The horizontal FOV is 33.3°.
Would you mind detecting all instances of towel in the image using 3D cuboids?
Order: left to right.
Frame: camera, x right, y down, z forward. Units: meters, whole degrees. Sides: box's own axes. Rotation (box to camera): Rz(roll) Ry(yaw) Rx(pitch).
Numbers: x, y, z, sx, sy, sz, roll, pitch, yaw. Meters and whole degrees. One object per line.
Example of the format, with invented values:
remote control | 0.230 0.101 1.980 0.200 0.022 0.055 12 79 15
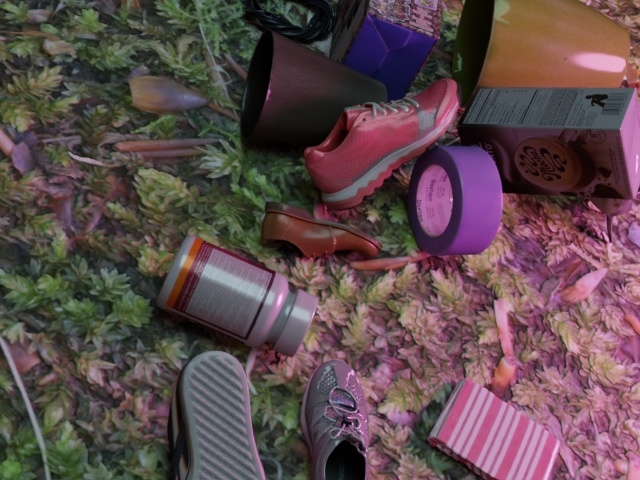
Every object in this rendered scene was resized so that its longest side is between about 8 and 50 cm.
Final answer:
towel | 0.275 0.316 1.672 0.197 0.029 0.144 34 47 3

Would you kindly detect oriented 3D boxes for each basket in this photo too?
basket | -0.009 -0.250 1.898 0.227 0.154 0.204 12 75 -21

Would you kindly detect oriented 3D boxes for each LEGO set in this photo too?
LEGO set | 0.637 -0.240 2.054 0.132 0.107 0.287 49 40 -21

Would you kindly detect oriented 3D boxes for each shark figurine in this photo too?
shark figurine | 0.559 -0.113 2.057 0.116 0.166 0.278 -20 32 -1

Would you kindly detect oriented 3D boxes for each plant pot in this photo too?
plant pot | 0.433 -0.371 2.067 0.293 0.275 0.275 8 52 -7

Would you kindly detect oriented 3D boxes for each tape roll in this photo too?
tape roll | 0.228 -0.068 1.833 0.080 0.189 0.189 0 55 -24

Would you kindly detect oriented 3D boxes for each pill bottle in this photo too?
pill bottle | -0.124 0.087 1.610 0.221 0.121 0.121 24 49 -5

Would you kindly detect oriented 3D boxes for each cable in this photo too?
cable | -0.063 -0.448 2.099 0.184 0.047 0.150 -16 67 -35

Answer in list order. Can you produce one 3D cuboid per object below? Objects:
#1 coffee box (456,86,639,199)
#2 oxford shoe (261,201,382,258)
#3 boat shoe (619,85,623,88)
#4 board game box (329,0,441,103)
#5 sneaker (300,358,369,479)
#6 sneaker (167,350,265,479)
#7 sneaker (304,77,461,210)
coffee box | 0.414 -0.175 1.909 0.297 0.168 0.119 5 48 31
oxford shoe | 0.000 0.000 1.778 0.212 0.076 0.076 16 80 -15
boat shoe | 0.588 -0.267 2.202 0.302 0.098 0.109 30 66 4
board game box | 0.121 -0.418 2.026 0.141 0.232 0.291 17 50 -11
sneaker | 0.037 0.288 1.529 0.105 0.115 0.281 10 52 -16
sneaker | -0.140 0.314 1.443 0.126 0.127 0.321 1 79 -15
sneaker | 0.106 -0.190 1.817 0.314 0.116 0.136 -41 114 -6
